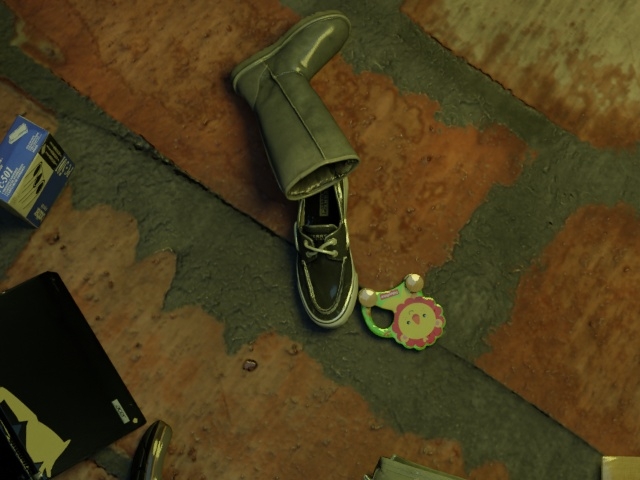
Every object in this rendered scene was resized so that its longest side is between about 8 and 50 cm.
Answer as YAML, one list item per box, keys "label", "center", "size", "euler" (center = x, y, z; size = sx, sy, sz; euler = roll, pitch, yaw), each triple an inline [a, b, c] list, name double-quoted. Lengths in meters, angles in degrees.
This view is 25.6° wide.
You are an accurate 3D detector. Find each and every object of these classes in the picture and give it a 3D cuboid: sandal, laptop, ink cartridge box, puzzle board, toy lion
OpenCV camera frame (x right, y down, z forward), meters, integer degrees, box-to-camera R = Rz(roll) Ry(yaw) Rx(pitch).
- label: "sandal"
  center: [-0.214, 0.332, 1.731]
  size: [0.060, 0.090, 0.219]
  euler: [22, 74, -21]
- label: "laptop"
  center: [-0.402, 0.207, 1.765]
  size: [0.264, 0.136, 0.234]
  euler: [-34, 84, 20]
- label: "ink cartridge box"
  center: [-0.353, -0.080, 1.706]
  size: [0.046, 0.207, 0.097]
  euler: [29, 82, 2]
- label: "puzzle board"
  center: [0.411, 0.321, 1.769]
  size: [0.128, 0.011, 0.096]
  euler: [4, 79, -15]
- label: "toy lion"
  center: [0.105, 0.095, 1.792]
  size: [0.100, 0.034, 0.096]
  euler: [-17, 91, -4]

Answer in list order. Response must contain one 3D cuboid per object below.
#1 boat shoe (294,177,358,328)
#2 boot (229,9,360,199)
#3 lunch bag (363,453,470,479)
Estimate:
- label: "boat shoe"
  center: [0.000, 0.000, 1.771]
  size: [0.077, 0.070, 0.219]
  euler: [-6, 79, 12]
- label: "boot"
  center: [-0.005, -0.171, 1.758]
  size: [0.189, 0.076, 0.208]
  euler: [-36, 50, 5]
- label: "lunch bag"
  center: [0.164, 0.403, 1.678]
  size: [0.287, 0.169, 0.235]
  euler: [17, 84, 6]
